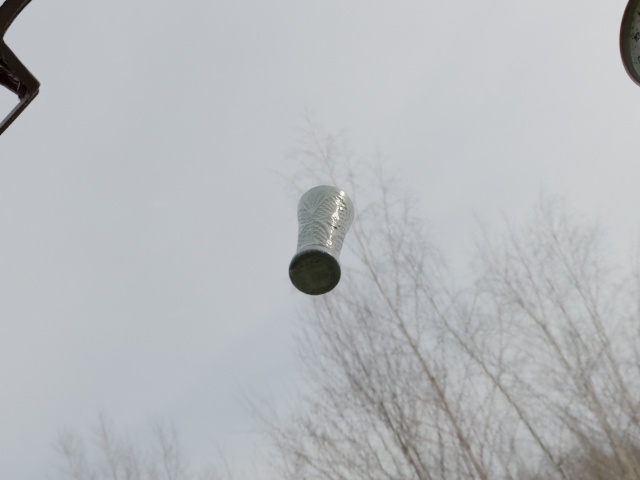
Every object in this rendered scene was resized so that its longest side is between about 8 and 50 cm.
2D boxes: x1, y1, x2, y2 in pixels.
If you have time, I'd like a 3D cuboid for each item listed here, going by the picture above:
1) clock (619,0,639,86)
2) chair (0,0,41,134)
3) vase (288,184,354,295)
[{"bbox_3d":[0.646,-0.387,1.380,0.056,0.244,0.244,-4,-33,-17],"label":"clock"},{"bbox_3d":[-0.471,-0.299,1.076,0.326,0.176,0.183,-47,-33,-15],"label":"chair"},{"bbox_3d":[0.000,0.000,1.145,0.096,0.219,0.096,2,-63,4],"label":"vase"}]
